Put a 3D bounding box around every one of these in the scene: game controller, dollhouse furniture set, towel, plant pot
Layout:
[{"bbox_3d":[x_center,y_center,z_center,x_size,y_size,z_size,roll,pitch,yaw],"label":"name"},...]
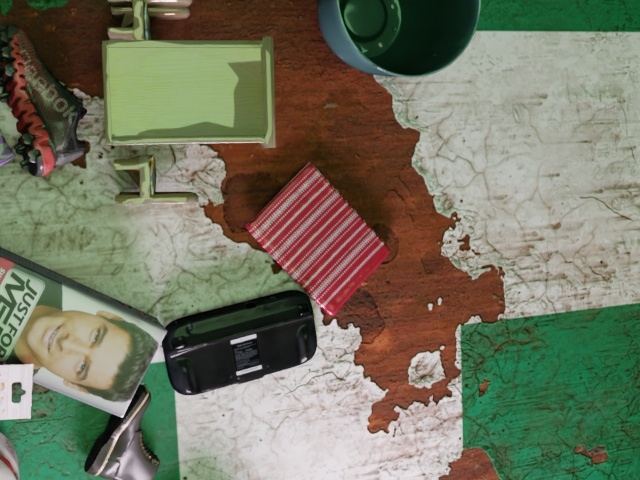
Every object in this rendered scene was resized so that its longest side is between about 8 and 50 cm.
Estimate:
[{"bbox_3d":[-0.158,0.209,1.725,0.319,0.067,0.166,-13,114,-18],"label":"game controller"},{"bbox_3d":[-0.230,-0.242,1.458,0.257,0.394,0.362,-2,96,-10],"label":"dollhouse furniture set"},{"bbox_3d":[0.000,0.000,1.763,0.199,0.031,0.275,-47,108,-13],"label":"towel"},{"bbox_3d":[0.125,-0.457,1.655,0.293,0.235,0.292,-2,97,-20],"label":"plant pot"}]

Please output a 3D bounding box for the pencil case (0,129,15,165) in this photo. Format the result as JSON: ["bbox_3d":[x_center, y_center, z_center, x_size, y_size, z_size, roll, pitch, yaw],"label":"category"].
[{"bbox_3d":[-0.624,-0.211,1.488,0.086,0.088,0.206,-35,107,-11],"label":"pencil case"}]

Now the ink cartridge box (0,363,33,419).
[{"bbox_3d":[-0.629,0.254,1.499,0.225,0.056,0.181,-1,138,-21],"label":"ink cartridge box"}]

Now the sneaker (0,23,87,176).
[{"bbox_3d":[-0.500,-0.257,1.526,0.135,0.098,0.276,-18,92,-34],"label":"sneaker"}]

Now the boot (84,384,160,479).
[{"bbox_3d":[-0.354,0.391,1.665,0.137,0.077,0.198,31,98,-25],"label":"boot"}]

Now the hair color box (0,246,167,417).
[{"bbox_3d":[-0.497,0.161,1.560,0.375,0.114,0.185,28,86,-21],"label":"hair color box"}]

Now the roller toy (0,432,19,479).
[{"bbox_3d":[-0.639,0.433,1.520,0.209,0.146,0.191,15,101,-23],"label":"roller toy"}]
